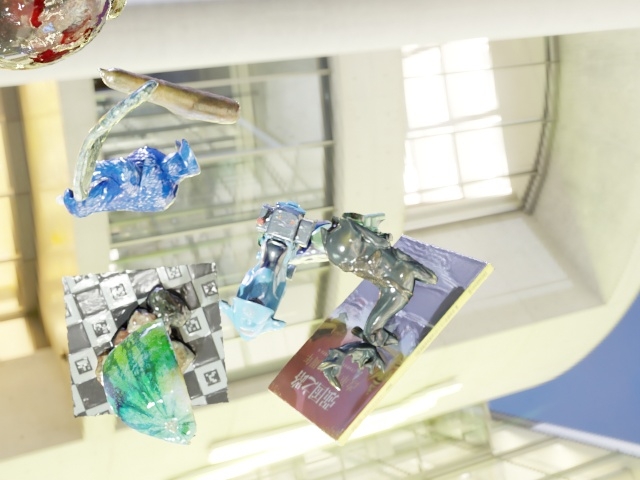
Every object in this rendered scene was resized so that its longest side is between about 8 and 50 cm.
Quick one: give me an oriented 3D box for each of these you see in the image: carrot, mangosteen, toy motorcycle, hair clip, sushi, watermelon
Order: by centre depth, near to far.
[{"bbox_3d":[-0.243,-0.113,1.076,0.036,0.066,0.229,38,-43,-8],"label":"hair clip"},{"bbox_3d":[-0.390,-0.370,1.250,0.311,0.311,0.311,34,-50,56],"label":"mangosteen"},{"bbox_3d":[-0.095,0.059,1.706,0.182,0.124,0.272,-19,127,-87],"label":"toy motorcycle"},{"bbox_3d":[-0.329,0.277,1.791,0.128,0.146,0.231,97,-27,-60],"label":"watermelon"},{"bbox_3d":[-0.323,-0.309,2.041,0.070,0.342,0.070,-20,-115,50],"label":"carrot"},{"bbox_3d":[-0.371,0.219,2.045,0.069,0.340,0.319,-152,-121,-78],"label":"sushi"},{"bbox_3d":[0.000,0.000,2.080,0.196,0.331,0.125,-5,-94,57],"label":"toy motorcycle"}]

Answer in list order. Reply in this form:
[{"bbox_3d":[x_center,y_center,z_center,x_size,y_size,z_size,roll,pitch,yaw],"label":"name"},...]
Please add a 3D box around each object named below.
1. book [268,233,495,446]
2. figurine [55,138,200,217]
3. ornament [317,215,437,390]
[{"bbox_3d":[0.092,0.150,1.583,0.028,0.374,0.262,49,-13,-27],"label":"book"},{"bbox_3d":[-0.343,-0.098,1.736,0.164,0.262,0.120,28,41,-87],"label":"figurine"},{"bbox_3d":[0.046,0.103,1.457,0.236,0.202,0.080,-61,-168,-9],"label":"ornament"}]
